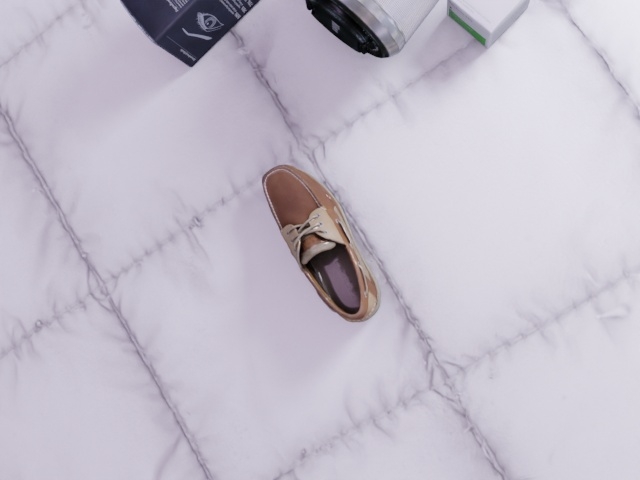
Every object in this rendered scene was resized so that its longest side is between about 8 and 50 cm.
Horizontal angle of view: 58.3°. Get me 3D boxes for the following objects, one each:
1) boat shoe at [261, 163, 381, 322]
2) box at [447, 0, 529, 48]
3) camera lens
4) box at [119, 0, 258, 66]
[{"bbox_3d":[0.000,0.000,1.010,0.123,0.116,0.324,-37,83,9],"label":"boat shoe"},{"bbox_3d":[0.283,-0.402,0.965,0.101,0.087,0.102,44,98,8],"label":"box"},{"bbox_3d":[0.108,-0.459,0.934,0.219,0.219,0.274,40,98,9],"label":"camera lens"},{"bbox_3d":[-0.226,-0.439,1.038,0.207,0.153,0.108,-40,82,8],"label":"box"}]
